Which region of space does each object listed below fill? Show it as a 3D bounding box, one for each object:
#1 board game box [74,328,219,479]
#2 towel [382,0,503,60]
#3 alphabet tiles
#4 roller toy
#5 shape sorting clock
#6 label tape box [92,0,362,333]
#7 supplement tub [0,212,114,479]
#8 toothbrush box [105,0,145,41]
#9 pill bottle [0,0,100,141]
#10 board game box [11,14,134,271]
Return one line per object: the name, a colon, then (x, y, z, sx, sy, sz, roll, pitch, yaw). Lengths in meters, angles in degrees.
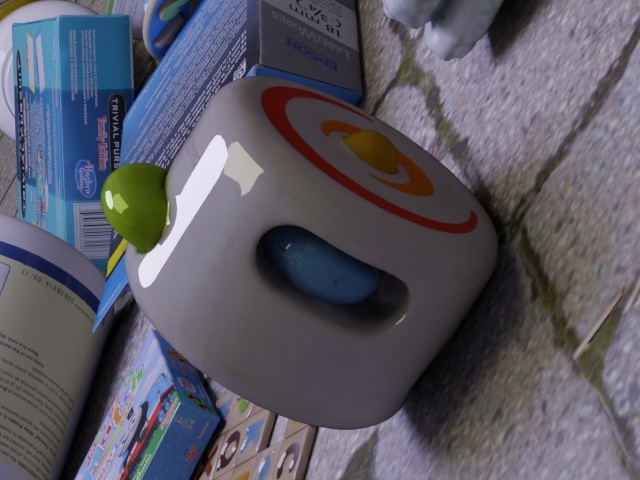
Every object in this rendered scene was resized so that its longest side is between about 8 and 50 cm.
board game box: (-0.144, 0.172, 1.445, 0.160, 0.039, 0.211, -63, 15, 6)
towel: (0.140, -0.342, 1.225, 0.320, 0.090, 0.374, -92, 24, -56)
alphabet tiles: (-0.060, 0.187, 1.251, 0.198, 0.009, 0.237, -36, 32, 55)
roller toy: (0.000, 0.000, 1.052, 0.191, 0.209, 0.146, 44, 113, 30)
shape sorting clock: (-0.074, -0.233, 1.647, 0.206, 0.040, 0.206, -33, -19, -13)
label tape box: (-0.072, -0.080, 1.491, 0.241, 0.106, 0.334, -53, 21, 28)
supplement tub: (-0.345, 0.158, 1.716, 0.235, 0.235, 0.325, -37, 31, 54)
toothbrush box: (-0.138, -0.375, 1.984, 0.206, 0.122, 0.283, 112, 172, -48)
pill bottle: (-0.340, -0.209, 2.282, 0.188, 0.188, 0.334, -63, 17, 1)
board game box: (-0.265, -0.110, 1.949, 0.336, 0.079, 0.254, -162, 70, -72)
